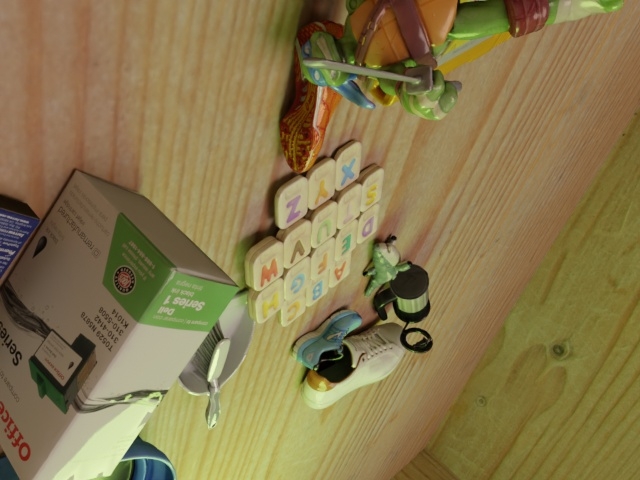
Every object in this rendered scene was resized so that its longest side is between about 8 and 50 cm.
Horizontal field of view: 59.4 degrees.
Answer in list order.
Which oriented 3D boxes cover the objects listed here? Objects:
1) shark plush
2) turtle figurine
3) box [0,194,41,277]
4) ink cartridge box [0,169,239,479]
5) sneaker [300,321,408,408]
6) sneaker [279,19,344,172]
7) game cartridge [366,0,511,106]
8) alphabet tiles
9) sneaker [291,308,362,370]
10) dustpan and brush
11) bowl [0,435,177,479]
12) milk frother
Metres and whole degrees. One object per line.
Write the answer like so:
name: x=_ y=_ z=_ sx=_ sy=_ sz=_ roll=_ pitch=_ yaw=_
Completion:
shark plush: x=0.108 y=0.050 z=1.076 sx=0.067 sy=0.073 sz=0.161 roll=-11 pitch=157 yaw=-24
turtle figurine: x=0.095 y=-0.210 z=0.448 sx=0.266 sy=0.198 sz=0.275 roll=-21 pitch=148 yaw=7
box: x=-0.329 y=0.052 z=0.411 sx=0.225 sy=0.036 sz=0.136 roll=-55 pitch=152 yaw=4
ink cartridge box: x=-0.202 y=0.077 z=0.497 sx=0.219 sy=0.160 sz=0.092 roll=-55 pitch=151 yaw=6
sneaker: x=0.090 y=0.242 z=1.181 sx=0.290 sy=0.106 sz=0.123 roll=-29 pitch=147 yaw=-34
sneaker: x=0.000 y=-0.153 z=0.629 sx=0.067 sy=0.064 sz=0.175 roll=-18 pitch=137 yaw=-41
game cartridge: x=0.217 y=-0.329 z=0.688 sx=0.323 sy=0.053 sz=0.285 roll=-33 pitch=162 yaw=-31
alphabet tiles: x=0.000 y=0.000 z=0.829 sx=0.284 sy=0.021 sz=0.278 roll=-37 pitch=147 yaw=-35
sneaker: x=0.024 y=0.194 z=1.062 sx=0.162 sy=0.073 sz=0.063 roll=-32 pitch=146 yaw=-32
dustpan and brush: x=-0.155 y=0.187 z=0.802 sx=0.147 sy=0.060 sz=0.211 roll=-22 pitch=140 yaw=-44
bowl: x=-0.370 y=0.400 z=0.717 sx=0.391 sy=0.077 sz=0.391 roll=-36 pitch=148 yaw=-27
milk frother: x=0.198 y=0.149 z=1.197 sx=0.129 sy=0.143 sz=0.135 roll=-41 pitch=150 yaw=-11
